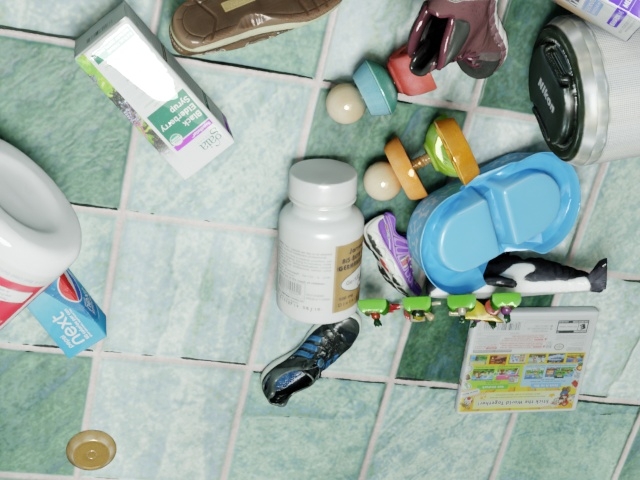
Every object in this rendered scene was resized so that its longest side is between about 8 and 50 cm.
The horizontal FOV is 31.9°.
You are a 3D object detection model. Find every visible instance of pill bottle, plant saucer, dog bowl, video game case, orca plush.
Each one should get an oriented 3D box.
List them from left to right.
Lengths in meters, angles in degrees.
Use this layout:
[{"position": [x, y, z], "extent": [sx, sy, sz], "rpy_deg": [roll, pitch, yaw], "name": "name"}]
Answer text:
[{"position": [-0.536, 0.063, 1.508], "extent": [0.407, 0.229, 0.229], "rpy_deg": [-40, 118, 16], "name": "pill bottle"}, {"position": [-0.381, 0.353, 1.862], "extent": [0.083, 0.015, 0.083], "rpy_deg": [-5, 118, -10], "name": "plant saucer"}, {"position": [0.000, 0.000, 1.700], "extent": [0.131, 0.131, 0.229], "rpy_deg": [-3, 117, -11], "name": "pill bottle"}, {"position": [0.264, -0.035, 1.733], "extent": [0.297, 0.074, 0.166], "rpy_deg": [-27, 116, -17], "name": "dog bowl"}, {"position": [0.314, 0.035, 1.802], "extent": [0.287, 0.151, 0.102], "rpy_deg": [-5, 79, 16], "name": "orca plush"}, {"position": [0.357, 0.209, 1.946], "extent": [0.227, 0.026, 0.206], "rpy_deg": [0, 116, -14], "name": "video game case"}]

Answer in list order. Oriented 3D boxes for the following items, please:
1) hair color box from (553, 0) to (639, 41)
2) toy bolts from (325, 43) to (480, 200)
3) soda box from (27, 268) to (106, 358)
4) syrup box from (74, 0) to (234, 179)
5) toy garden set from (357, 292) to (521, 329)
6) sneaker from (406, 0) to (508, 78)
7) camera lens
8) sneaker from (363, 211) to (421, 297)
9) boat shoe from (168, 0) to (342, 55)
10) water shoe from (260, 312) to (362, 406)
[{"position": [0.287, -0.392, 1.449], "extent": [0.338, 0.185, 0.110], "rpy_deg": [33, 97, 6], "name": "hair color box"}, {"position": [0.111, -0.154, 1.619], "extent": [0.158, 0.218, 0.229], "rpy_deg": [-26, 103, 5], "name": "toy bolts"}, {"position": [-0.408, 0.073, 1.683], "extent": [0.071, 0.067, 0.210], "rpy_deg": [-30, 120, 4], "name": "soda box"}, {"position": [-0.230, -0.207, 1.564], "extent": [0.093, 0.096, 0.237], "rpy_deg": [-37, 117, 7], "name": "syrup box"}, {"position": [0.189, 0.118, 1.772], "extent": [0.244, 0.204, 0.049], "rpy_deg": [-3, 83, 6], "name": "toy garden set"}, {"position": [0.175, -0.270, 1.538], "extent": [0.162, 0.106, 0.281], "rpy_deg": [-55, 157, -15], "name": "sneaker"}, {"position": [0.458, -0.232, 1.632], "extent": [0.274, 0.219, 0.219], "rpy_deg": [-10, 118, -7], "name": "camera lens"}, {"position": [0.128, 0.027, 1.783], "extent": [0.071, 0.068, 0.170], "rpy_deg": [-37, 125, -12], "name": "sneaker"}, {"position": [-0.092, -0.318, 1.552], "extent": [0.257, 0.095, 0.095], "rpy_deg": [-17, 82, -20], "name": "boat shoe"}, {"position": [-0.007, 0.198, 1.828], "extent": [0.203, 0.080, 0.073], "rpy_deg": [-41, 118, 9], "name": "water shoe"}]
